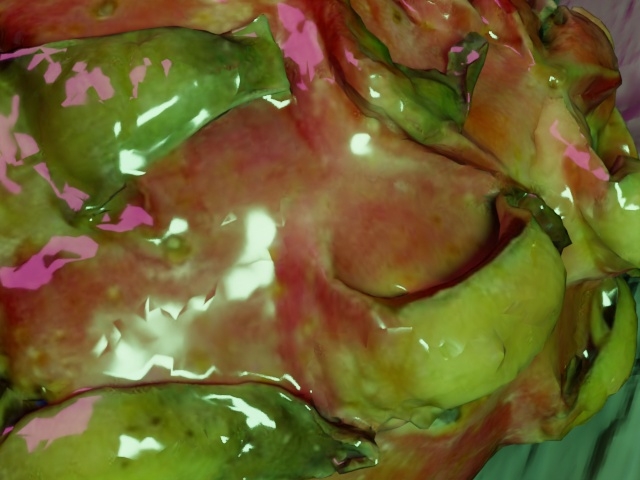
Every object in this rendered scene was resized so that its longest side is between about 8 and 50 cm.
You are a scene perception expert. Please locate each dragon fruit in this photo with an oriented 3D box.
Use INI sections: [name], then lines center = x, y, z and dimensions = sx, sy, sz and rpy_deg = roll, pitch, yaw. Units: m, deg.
[dragon fruit]
center = 0.000, 0.000, 0.538
dimensions = 0.262, 0.314, 0.296
rpy_deg = -13, 62, 13
